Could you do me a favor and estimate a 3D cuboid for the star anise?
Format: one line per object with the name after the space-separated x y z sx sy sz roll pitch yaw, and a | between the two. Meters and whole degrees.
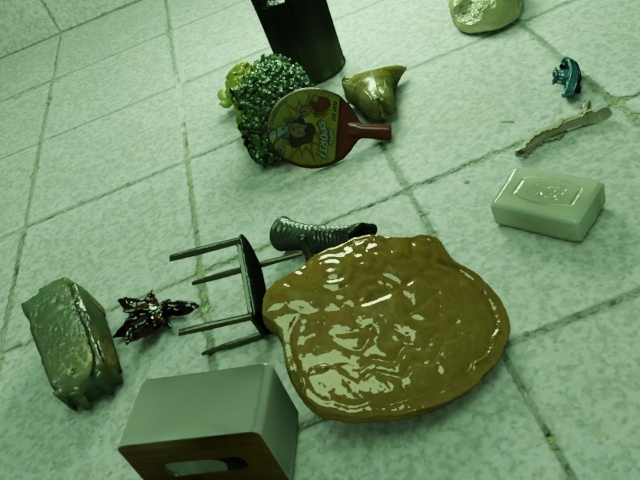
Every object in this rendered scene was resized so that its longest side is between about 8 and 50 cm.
-0.372 0.169 1.519 0.212 0.053 0.157 13 49 35 | star anise

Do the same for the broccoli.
-0.135 -0.336 1.900 0.288 0.248 0.245 -52 10 -17 | broccoli

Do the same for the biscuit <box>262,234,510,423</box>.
0.112 0.134 1.222 0.385 0.062 0.365 -22 52 -15 | biscuit

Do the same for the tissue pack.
-0.175 0.313 1.177 0.246 0.159 0.136 -11 39 17 | tissue pack

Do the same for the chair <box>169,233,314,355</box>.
-0.132 0.093 1.372 0.272 0.166 0.188 -14 66 2 | chair

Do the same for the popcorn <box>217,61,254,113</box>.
-0.222 -0.453 2.088 0.162 0.135 0.141 -2 51 21 | popcorn

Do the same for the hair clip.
0.516 -0.246 1.564 0.226 0.034 0.072 -26 35 0 | hair clip

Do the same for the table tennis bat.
0.020 -0.274 1.762 0.310 0.200 0.038 3 0 4 | table tennis bat

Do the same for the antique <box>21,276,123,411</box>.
-0.504 0.221 1.478 0.125 0.150 0.284 -32 48 -6 | antique

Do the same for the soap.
0.439 -0.072 1.382 0.183 0.063 0.121 16 56 39 | soap

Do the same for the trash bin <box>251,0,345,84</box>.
-0.063 -0.614 2.059 0.203 0.301 0.252 -10 44 15 | trash bin

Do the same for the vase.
0.000 0.000 1.489 0.237 0.115 0.115 11 50 40 | vase

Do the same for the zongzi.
0.174 -0.395 1.861 0.197 0.099 0.194 -23 39 -10 | zongzi

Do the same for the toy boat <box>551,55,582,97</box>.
0.571 -0.378 1.665 0.061 0.060 0.137 5 50 5 | toy boat

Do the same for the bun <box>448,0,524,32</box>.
0.465 -0.682 2.017 0.210 0.116 0.237 -7 41 20 | bun
